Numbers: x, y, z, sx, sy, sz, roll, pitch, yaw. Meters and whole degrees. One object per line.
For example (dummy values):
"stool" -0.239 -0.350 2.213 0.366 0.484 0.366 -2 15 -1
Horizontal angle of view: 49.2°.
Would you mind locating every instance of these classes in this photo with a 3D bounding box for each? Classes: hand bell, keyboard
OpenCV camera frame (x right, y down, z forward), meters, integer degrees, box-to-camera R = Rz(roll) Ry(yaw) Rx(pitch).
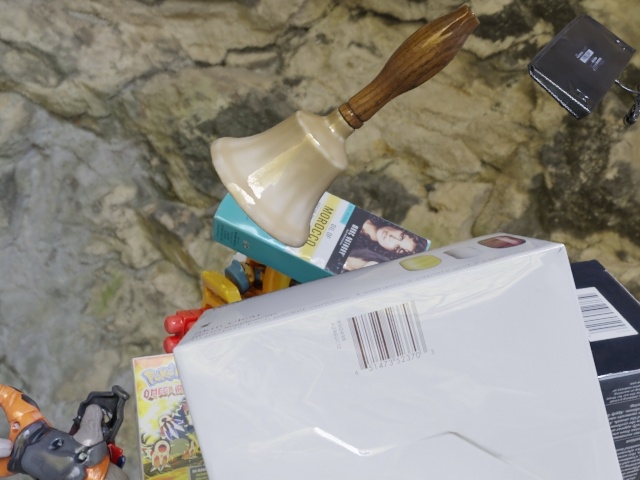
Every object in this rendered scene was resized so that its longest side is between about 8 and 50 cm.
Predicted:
"hand bell" 0.032 -0.115 0.605 0.126 0.242 0.126 44 19 -20
"keyboard" 0.462 -0.270 1.151 0.201 0.317 0.033 41 -44 8

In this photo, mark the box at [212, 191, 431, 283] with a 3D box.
"box" 0.000 0.000 0.843 0.244 0.100 0.060 25 -28 3

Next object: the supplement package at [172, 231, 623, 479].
"supplement package" 0.054 0.125 0.518 0.145 0.262 0.204 -123 -162 -86

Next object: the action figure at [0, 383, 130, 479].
"action figure" -0.456 0.378 1.092 0.330 0.341 0.178 16 -5 2

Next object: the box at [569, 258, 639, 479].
"box" 0.479 0.287 1.345 0.293 0.212 0.395 -116 -156 -51

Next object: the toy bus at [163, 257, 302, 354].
"toy bus" -0.112 0.098 0.989 0.149 0.211 0.220 26 -70 54

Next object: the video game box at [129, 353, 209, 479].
"video game box" -0.120 0.224 0.855 0.048 0.205 0.187 143 -60 -67

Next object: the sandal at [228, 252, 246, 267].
"sandal" -0.050 0.062 1.280 0.169 0.102 0.416 28 -26 -19
